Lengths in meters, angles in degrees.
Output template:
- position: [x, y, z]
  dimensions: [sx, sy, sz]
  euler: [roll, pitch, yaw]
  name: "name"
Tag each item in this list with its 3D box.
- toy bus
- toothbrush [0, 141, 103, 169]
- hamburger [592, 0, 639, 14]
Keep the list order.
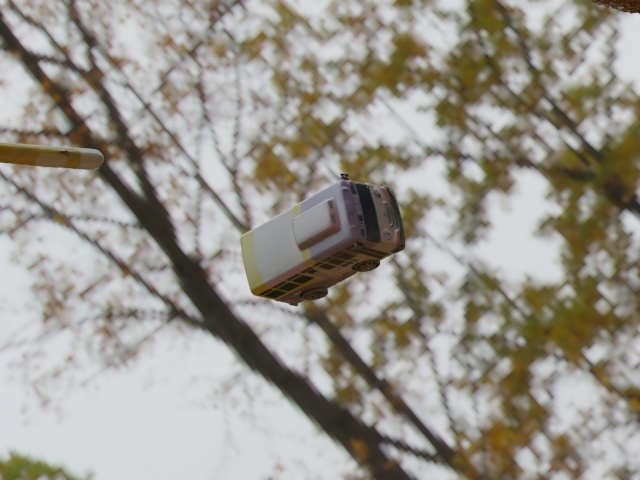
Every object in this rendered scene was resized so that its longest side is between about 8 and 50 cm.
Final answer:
- position: [0.000, 0.000, 1.197]
  dimensions: [0.102, 0.052, 0.058]
  euler: [-29, -28, 35]
  name: "toy bus"
- position: [-0.286, -0.074, 1.509]
  dimensions: [0.288, 0.024, 0.021]
  euler: [3, -57, -49]
  name: "toothbrush"
- position: [0.303, -0.283, 1.881]
  dimensions: [0.166, 0.137, 0.087]
  euler: [9, -73, -44]
  name: "hamburger"
